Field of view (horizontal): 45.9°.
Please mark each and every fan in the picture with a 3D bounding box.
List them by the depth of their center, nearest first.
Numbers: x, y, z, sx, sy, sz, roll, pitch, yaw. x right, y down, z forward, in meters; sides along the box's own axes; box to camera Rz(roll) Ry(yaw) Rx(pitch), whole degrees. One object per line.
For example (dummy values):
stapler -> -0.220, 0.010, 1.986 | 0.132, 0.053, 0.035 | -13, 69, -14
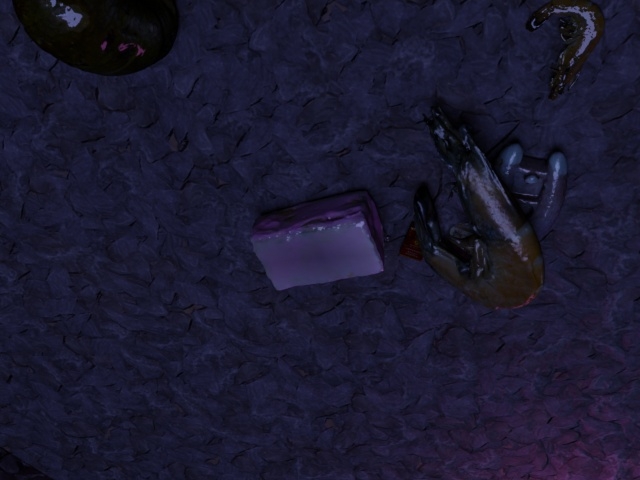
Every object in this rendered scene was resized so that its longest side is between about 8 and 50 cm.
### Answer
fan -> 0.295, -0.024, 1.565 | 0.060, 0.003, 0.080 | -4, 127, 14

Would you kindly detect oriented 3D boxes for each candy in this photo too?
candy -> 0.000, 0.000, 1.581 | 0.265, 0.116, 0.155 | -10, 127, 22

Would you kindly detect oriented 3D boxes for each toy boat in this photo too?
toy boat -> 0.389, -0.075, 1.453 | 0.155, 0.085, 0.227 | 10, 129, 3

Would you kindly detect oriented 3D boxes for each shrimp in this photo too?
shrimp -> 0.400, -0.329, 1.287 | 0.124, 0.034, 0.178 | 22, 127, -1
shrimp -> 0.274, -0.053, 1.457 | 0.272, 0.085, 0.445 | -3, 121, 46

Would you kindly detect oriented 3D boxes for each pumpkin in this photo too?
pumpkin -> -0.379, -0.413, 1.274 | 0.242, 0.232, 0.325 | -20, 124, 23

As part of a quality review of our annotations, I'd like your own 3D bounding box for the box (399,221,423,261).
box -> 0.203, 0.003, 1.594 | 0.051, 0.023, 0.082 | 17, 129, -2
